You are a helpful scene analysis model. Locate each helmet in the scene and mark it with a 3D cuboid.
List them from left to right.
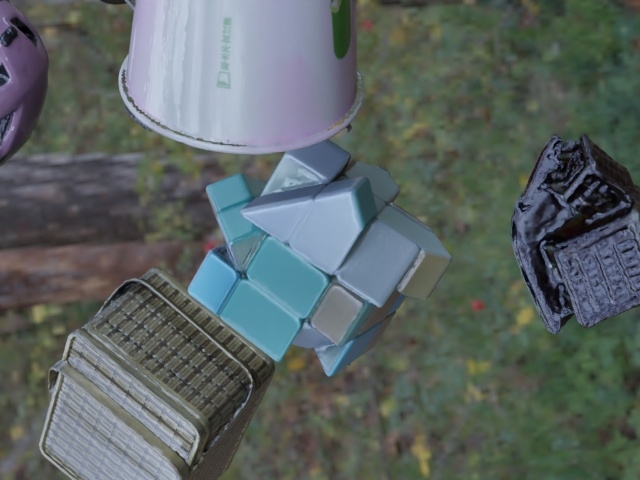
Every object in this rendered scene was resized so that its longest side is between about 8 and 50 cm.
[{"bbox_3d":[-0.372,-0.150,1.806,0.253,0.154,0.198,104,-171,-45],"label":"helmet"}]

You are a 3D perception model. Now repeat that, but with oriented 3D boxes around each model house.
[{"bbox_3d":[0.239,-0.009,1.475,0.165,0.106,0.152,65,166,-8],"label":"model house"}]

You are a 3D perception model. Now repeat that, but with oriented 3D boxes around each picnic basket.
[{"bbox_3d":[-0.223,0.217,2.193,0.228,0.175,0.313,38,140,11],"label":"picnic basket"}]

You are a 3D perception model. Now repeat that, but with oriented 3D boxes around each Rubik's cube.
[{"bbox_3d":[0.000,0.000,1.826,0.265,0.224,0.213,36,114,12],"label":"Rubik's cube"}]

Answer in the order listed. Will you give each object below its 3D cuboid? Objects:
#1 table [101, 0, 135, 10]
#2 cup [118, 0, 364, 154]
[{"bbox_3d":[-0.209,-0.344,2.420,0.227,0.167,0.167,49,140,29],"label":"table"},{"bbox_3d":[-0.072,-0.257,1.629,0.253,0.253,0.274,50,146,44],"label":"cup"}]
